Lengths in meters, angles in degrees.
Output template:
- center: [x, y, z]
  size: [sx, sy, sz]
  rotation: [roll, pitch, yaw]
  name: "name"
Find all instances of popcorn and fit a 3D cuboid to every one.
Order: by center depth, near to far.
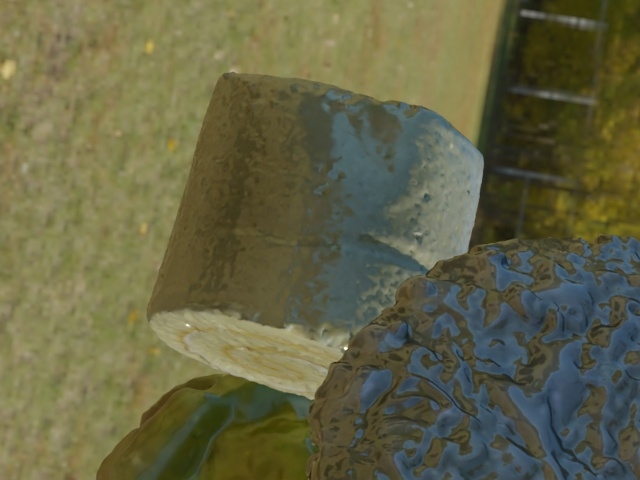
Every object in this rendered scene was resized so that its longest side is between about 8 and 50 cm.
- center: [-0.044, 0.170, 0.852]
  size: [0.155, 0.198, 0.197]
  rotation: [91, 11, -55]
  name: "popcorn"

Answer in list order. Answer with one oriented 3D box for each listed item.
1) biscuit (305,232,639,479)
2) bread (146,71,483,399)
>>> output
- center: [0.090, 0.049, 0.460]
  size: [0.133, 0.250, 0.032]
  rotation: [59, -35, 34]
  name: "biscuit"
- center: [0.000, 0.000, 0.726]
  size: [0.134, 0.148, 0.141]
  rotation: [141, -34, -66]
  name: "bread"
